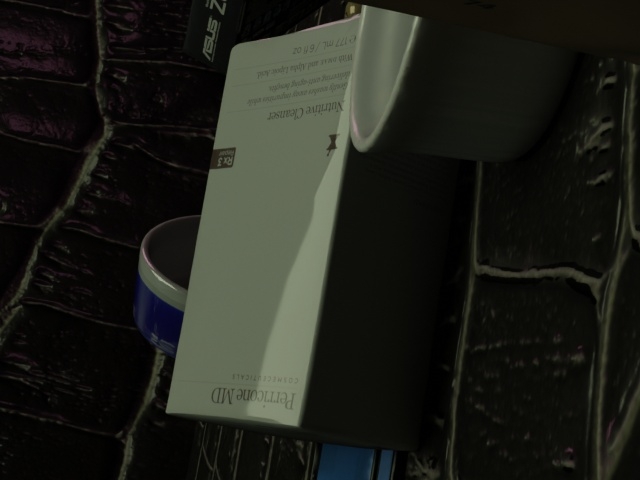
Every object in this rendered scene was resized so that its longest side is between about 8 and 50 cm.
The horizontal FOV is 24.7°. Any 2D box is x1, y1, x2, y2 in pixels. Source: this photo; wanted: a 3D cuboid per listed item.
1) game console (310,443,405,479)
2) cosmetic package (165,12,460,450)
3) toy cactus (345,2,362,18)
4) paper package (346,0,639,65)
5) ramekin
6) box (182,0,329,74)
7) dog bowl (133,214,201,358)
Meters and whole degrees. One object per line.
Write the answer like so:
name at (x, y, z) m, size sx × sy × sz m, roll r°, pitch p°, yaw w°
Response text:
game console at (0.039, 0.200, 1.423) m, size 0.107 × 0.071 × 0.122 m, roll 138°, pitch 142°, yaw -76°
cosmetic package at (0.000, 0.000, 1.404) m, size 0.217 × 0.156 × 0.385 m, roll -6°, pitch 70°, yaw 49°
toy cactus at (0.047, -0.269, 1.975) m, size 0.180 × 0.112 × 0.219 m, roll -60°, pitch 7°, yaw 1°
paper package at (0.089, -0.205, 0.752) m, size 0.309 × 0.325 × 0.168 m, roll -149°, pitch 71°, yaw -82°
ramekin at (0.121, -0.195, 1.177) m, size 0.277 × 0.135 × 0.277 m, roll -170°, pitch 90°, yaw -82°
box at (-0.043, -0.463, 2.186) m, size 0.395 × 0.097 × 0.318 m, roll -44°, pitch -21°, yaw -48°
dog bowl at (-0.118, 0.070, 1.974) m, size 0.265 × 0.265 × 0.104 m, roll -96°, pitch 16°, yaw -63°
